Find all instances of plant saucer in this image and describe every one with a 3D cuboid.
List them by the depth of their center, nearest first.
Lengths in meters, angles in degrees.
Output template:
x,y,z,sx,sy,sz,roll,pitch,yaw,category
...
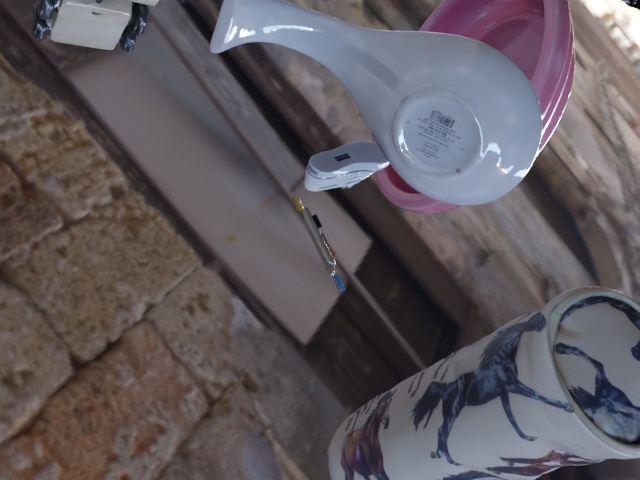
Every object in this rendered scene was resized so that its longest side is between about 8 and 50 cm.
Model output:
x,y,z,sx,sy,sz,roll,pitch,yaw,category
0.194,-0.179,1.184,0.332,0.084,0.332,-41,-144,39,plant saucer

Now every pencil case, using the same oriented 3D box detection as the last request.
x,y,z,sx,sy,sz,roll,pitch,yaw,category
0.183,0.193,1.004,0.410,0.183,0.160,-41,-145,49,pencil case

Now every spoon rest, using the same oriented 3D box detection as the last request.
x,y,z,sx,sy,sz,roll,pitch,yaw,category
0.050,-0.128,0.781,0.137,0.276,0.084,-65,172,31,spoon rest

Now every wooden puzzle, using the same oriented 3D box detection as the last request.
x,y,z,sx,sy,sz,roll,pitch,yaw,category
0.000,0.000,1.008,0.014,0.116,0.078,-26,176,-4,wooden puzzle

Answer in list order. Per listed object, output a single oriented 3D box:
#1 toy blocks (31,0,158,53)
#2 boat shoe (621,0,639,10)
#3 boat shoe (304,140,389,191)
x,y,z,sx,sy,sz,roll,pitch,yaw,category
-0.211,-0.281,0.468,0.308,0.260,0.288,5,166,-24,toy blocks
0.475,-0.379,1.419,0.065,0.206,0.075,-48,166,-25,boat shoe
0.025,-0.067,0.903,0.100,0.035,0.035,-20,147,-39,boat shoe
